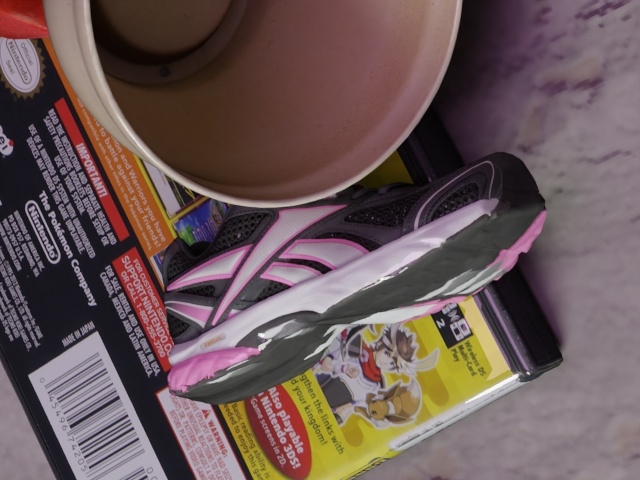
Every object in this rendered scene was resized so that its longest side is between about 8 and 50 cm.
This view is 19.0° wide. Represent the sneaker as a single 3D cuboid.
[{"bbox_3d":[0.000,0.000,0.765,0.178,0.072,0.077,-26,72,25],"label":"sneaker"}]

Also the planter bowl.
[{"bbox_3d":[-0.041,-0.100,0.738,0.109,0.162,0.162,17,107,56],"label":"planter bowl"}]

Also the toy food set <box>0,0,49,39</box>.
[{"bbox_3d":[-0.162,-0.153,0.830,0.232,0.104,0.111,4,83,39],"label":"toy food set"}]

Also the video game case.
[{"bbox_3d":[-0.057,-0.011,0.856,0.248,0.035,0.275,-32,79,30],"label":"video game case"}]
